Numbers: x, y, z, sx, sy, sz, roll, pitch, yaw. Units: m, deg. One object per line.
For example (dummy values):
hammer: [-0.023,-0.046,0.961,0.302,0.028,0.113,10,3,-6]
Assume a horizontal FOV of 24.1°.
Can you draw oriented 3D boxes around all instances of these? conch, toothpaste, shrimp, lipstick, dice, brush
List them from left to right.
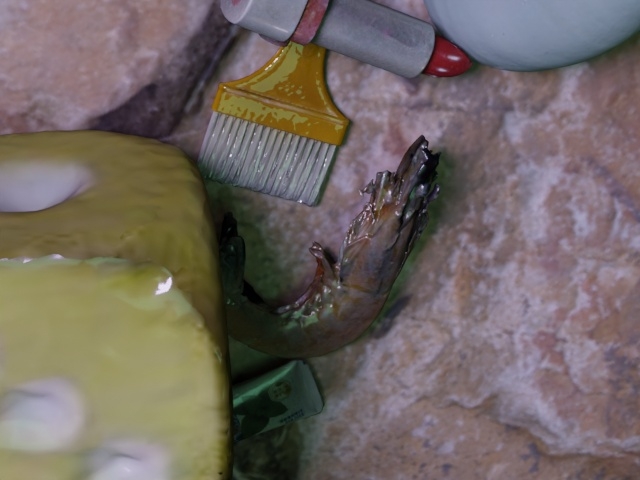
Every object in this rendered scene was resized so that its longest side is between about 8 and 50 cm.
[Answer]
dice: [-0.188,0.066,1.018,0.238,0.227,0.233,-5,115,-9]
toothpaste: [-0.111,0.153,1.180,0.233,0.038,0.060,-21,127,-5]
brush: [-0.005,-0.157,1.077,0.103,0.013,0.272,14,109,-18]
shrimp: [0.000,0.000,1.120,0.152,0.046,0.219,18,121,-26]
lipstick: [0.026,-0.147,1.051,0.186,0.063,0.057,17,107,-24]
conch: [0.164,-0.212,1.045,0.185,0.121,0.221,31,112,8]
